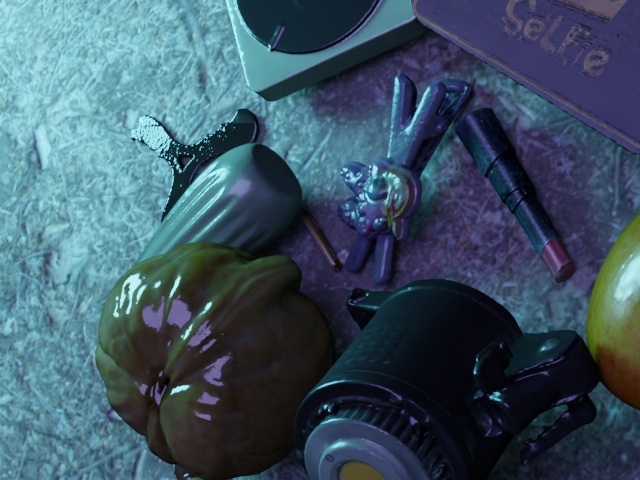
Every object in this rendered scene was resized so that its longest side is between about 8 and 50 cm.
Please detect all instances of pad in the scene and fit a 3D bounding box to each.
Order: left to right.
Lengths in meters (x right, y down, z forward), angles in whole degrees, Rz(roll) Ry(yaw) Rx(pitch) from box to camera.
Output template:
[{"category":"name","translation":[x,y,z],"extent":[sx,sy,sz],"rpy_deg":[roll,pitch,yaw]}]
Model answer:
[{"category":"pad","translation":[0.285,-0.259,1.842],"extent":[0.375,0.063,0.315],"rpy_deg":[33,93,16]}]

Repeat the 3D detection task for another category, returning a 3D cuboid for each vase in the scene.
[{"category":"vase","translation":[-0.141,-0.014,2.032],"extent":[0.248,0.128,0.128],"rpy_deg":[-40,62,23]}]

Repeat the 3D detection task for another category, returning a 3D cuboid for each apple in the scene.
[{"category":"apple","translation":[0.428,0.080,1.626],"extent":[0.299,0.299,0.275],"rpy_deg":[44,105,29]}]

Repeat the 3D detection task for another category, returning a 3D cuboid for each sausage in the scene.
[{"category":"sausage","translation":[0.000,0.000,2.014],"extent":[0.015,0.015,0.100],"rpy_deg":[-38,63,13]}]

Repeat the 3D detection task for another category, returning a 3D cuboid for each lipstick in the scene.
[{"category":"lipstick","translation":[0.236,-0.051,1.891],"extent":[0.053,0.053,0.234],"rpy_deg":[-33,67,16]}]

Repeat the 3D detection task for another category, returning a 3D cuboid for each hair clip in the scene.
[{"category":"hair clip","translation":[0.091,-0.090,1.951],"extent":[0.137,0.090,0.278],"rpy_deg":[24,88,38]}]

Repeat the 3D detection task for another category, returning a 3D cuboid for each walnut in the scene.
[{"category":"walnut","translation":[-0.122,0.136,1.891],"extent":[0.296,0.285,0.285],"rpy_deg":[35,93,17]}]

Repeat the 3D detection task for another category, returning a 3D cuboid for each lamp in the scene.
[{"category":"lamp","translation":[0.094,0.183,1.679],"extent":[0.272,0.205,0.374],"rpy_deg":[-37,17,-29]}]

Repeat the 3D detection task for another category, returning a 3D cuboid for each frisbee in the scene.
[{"category":"frisbee","translation":[-0.190,-0.119,2.145],"extent":[0.187,0.012,0.211],"rpy_deg":[41,97,30]}]

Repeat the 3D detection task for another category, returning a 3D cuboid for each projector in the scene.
[{"category":"projector","translation":[0.002,-0.342,2.068],"extent":[0.259,0.079,0.257],"rpy_deg":[-22,67,20]}]

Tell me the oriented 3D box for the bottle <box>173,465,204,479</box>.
[{"category":"bottle","translation":[-0.158,0.317,1.990],"extent":[0.047,0.063,0.101],"rpy_deg":[-48,54,41]}]

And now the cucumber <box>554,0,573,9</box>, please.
[{"category":"cucumber","translation":[0.335,-0.351,1.907],"extent":[0.072,0.072,0.300],"rpy_deg":[36,93,30]}]
